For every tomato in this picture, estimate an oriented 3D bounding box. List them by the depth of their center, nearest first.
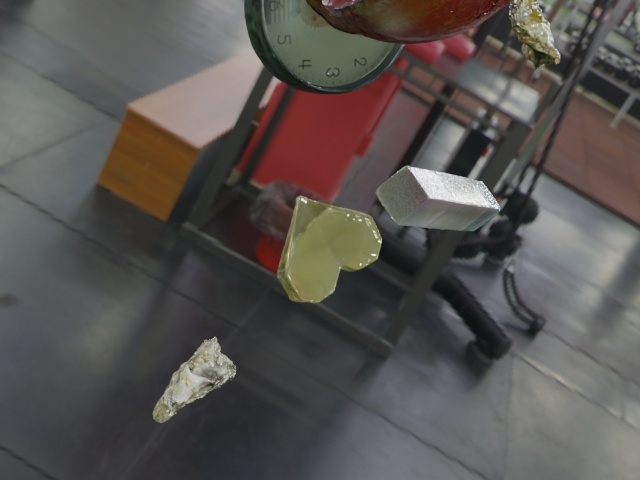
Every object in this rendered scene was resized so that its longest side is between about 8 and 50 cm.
[{"bbox_3d":[0.090,-0.202,0.651,0.099,0.173,0.189,38,4,-22],"label":"tomato"}]

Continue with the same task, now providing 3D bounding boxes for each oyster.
[{"bbox_3d":[0.238,-0.259,1.074,0.122,0.045,0.146,62,21,-7],"label":"oyster"},{"bbox_3d":[-0.221,0.237,1.599,0.200,0.061,0.106,-15,75,-48],"label":"oyster"}]

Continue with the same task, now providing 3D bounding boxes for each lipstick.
[{"bbox_3d":[0.191,-0.061,1.441,0.066,0.068,0.317,58,24,17],"label":"lipstick"}]

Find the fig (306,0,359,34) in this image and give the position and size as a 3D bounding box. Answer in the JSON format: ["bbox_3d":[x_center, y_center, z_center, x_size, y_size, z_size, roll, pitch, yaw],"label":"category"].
[{"bbox_3d":[0.052,-0.288,0.988,0.128,0.150,0.128,-23,90,-80],"label":"fig"}]

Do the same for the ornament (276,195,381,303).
[{"bbox_3d":[0.000,0.000,1.658,0.059,0.201,0.180,2,-56,62],"label":"ornament"}]

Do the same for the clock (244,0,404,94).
[{"bbox_3d":[0.015,-0.294,1.160,0.226,0.226,0.049,16,8,-30],"label":"clock"}]
